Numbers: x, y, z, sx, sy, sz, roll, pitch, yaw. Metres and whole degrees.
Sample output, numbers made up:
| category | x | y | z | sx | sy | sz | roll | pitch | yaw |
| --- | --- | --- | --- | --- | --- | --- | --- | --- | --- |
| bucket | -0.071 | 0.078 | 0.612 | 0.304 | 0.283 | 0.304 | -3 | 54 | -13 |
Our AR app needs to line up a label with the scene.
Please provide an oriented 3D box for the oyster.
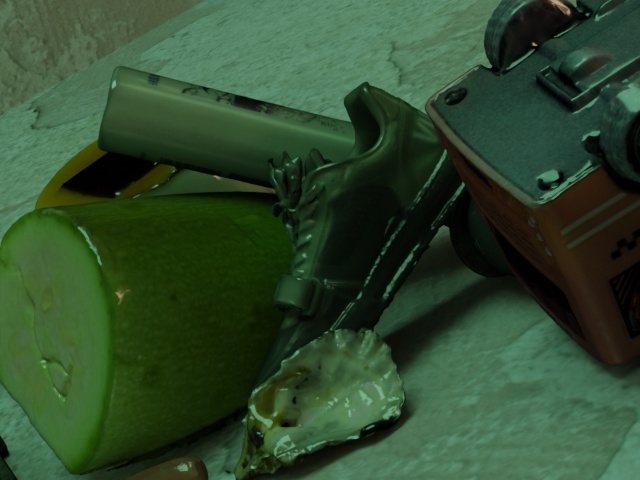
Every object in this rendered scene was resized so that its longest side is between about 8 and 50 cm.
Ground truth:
| category | x | y | z | sx | sy | sz | roll | pitch | yaw |
| --- | --- | --- | --- | --- | --- | --- | --- | --- | --- |
| oyster | 0.001 | 0.131 | 1.369 | 0.122 | 0.045 | 0.146 | 14 | 66 | 40 |

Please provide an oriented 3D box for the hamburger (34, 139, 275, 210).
| category | x | y | z | sx | sy | sz | roll | pitch | yaw |
| --- | --- | --- | --- | --- | --- | --- | --- | --- | --- |
| hamburger | -0.153 | -0.017 | 1.817 | 0.276 | 0.179 | 0.294 | -41 | 25 | -26 |

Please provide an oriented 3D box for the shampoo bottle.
| category | x | y | z | sx | sy | sz | roll | pitch | yaw |
| --- | --- | --- | --- | --- | --- | --- | --- | --- | --- |
| shampoo bottle | -0.016 | -0.077 | 1.594 | 0.360 | 0.078 | 0.134 | 13 | -1 | -5 |

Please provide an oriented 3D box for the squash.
| category | x | y | z | sx | sy | sz | roll | pitch | yaw |
| --- | --- | --- | --- | --- | --- | --- | --- | --- | --- |
| squash | -0.106 | 0.057 | 1.576 | 0.309 | 0.210 | 0.233 | -2 | 30 | -39 |

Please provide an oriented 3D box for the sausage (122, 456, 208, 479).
| category | x | y | z | sx | sy | sz | roll | pitch | yaw |
| --- | --- | --- | --- | --- | --- | --- | --- | --- | --- |
| sausage | -0.129 | 0.196 | 1.420 | 0.083 | 0.034 | 0.034 | -22 | 19 | 23 |

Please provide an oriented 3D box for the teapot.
| category | x | y | z | sx | sy | sz | roll | pitch | yaw |
| --- | --- | --- | --- | --- | --- | --- | --- | --- | --- |
| teapot | 0.165 | -0.034 | 1.455 | 0.116 | 0.148 | 0.146 | -12 | -6 | -30 |

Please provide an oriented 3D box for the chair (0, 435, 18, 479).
| category | x | y | z | sx | sy | sz | roll | pitch | yaw |
| --- | --- | --- | --- | --- | --- | --- | --- | --- | --- |
| chair | -0.398 | 0.136 | 1.607 | 0.136 | 0.270 | 0.147 | -30 | 17 | -7 |

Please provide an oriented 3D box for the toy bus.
| category | x | y | z | sx | sy | sz | roll | pitch | yaw |
| --- | --- | --- | --- | --- | --- | --- | --- | --- | --- |
| toy bus | 0.311 | -0.111 | 1.268 | 0.427 | 0.233 | 0.203 | -31 | 35 | -5 |

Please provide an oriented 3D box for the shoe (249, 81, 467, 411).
| category | x | y | z | sx | sy | sz | roll | pitch | yaw |
| --- | --- | --- | --- | --- | --- | --- | --- | --- | --- |
| shoe | 0.000 | -0.001 | 1.458 | 0.293 | 0.149 | 0.109 | -54 | 8 | -11 |
